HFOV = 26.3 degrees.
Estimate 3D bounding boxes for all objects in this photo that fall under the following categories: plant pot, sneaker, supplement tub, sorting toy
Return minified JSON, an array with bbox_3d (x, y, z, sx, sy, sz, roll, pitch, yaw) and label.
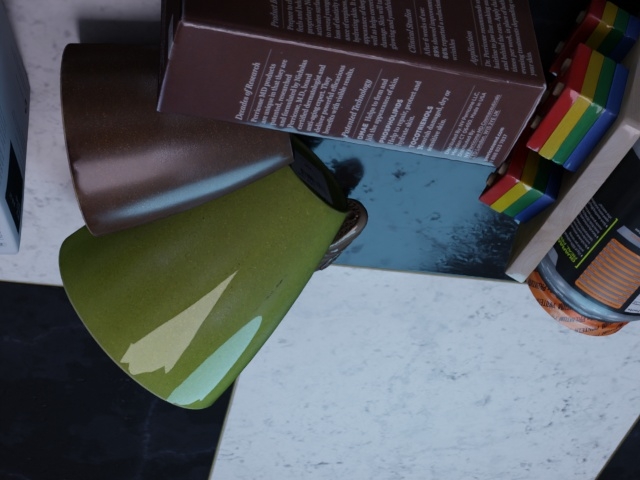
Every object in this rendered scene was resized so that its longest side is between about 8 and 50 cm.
[{"bbox_3d":[-0.148,-0.125,1.512,0.230,0.215,0.215,-7,140,1],"label":"plant pot"},{"bbox_3d":[0.000,0.000,1.797,0.188,0.066,0.071,-27,151,34],"label":"sneaker"},{"bbox_3d":[-0.115,0.008,1.662,0.293,0.275,0.274,-40,130,16],"label":"plant pot"},{"bbox_3d":[0.376,-0.037,1.587,0.193,0.194,0.316,13,138,-19],"label":"supplement tub"},{"bbox_3d":[0.268,-0.129,1.512,0.089,0.257,0.255,28,134,-3],"label":"sorting toy"}]

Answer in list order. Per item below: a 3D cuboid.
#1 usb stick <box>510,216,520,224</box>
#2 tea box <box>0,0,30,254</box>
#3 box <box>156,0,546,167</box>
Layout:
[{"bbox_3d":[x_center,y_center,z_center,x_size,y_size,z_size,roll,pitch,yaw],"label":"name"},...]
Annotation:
[{"bbox_3d":[0.337,-0.103,1.692,0.077,0.045,0.278,18,136,-25],"label":"usb stick"},{"bbox_3d":[-0.481,-0.138,1.397,0.323,0.220,0.329,0,159,-5],"label":"tea box"},{"bbox_3d":[0.027,-0.211,1.431,0.381,0.191,0.143,10,139,-15],"label":"box"}]
